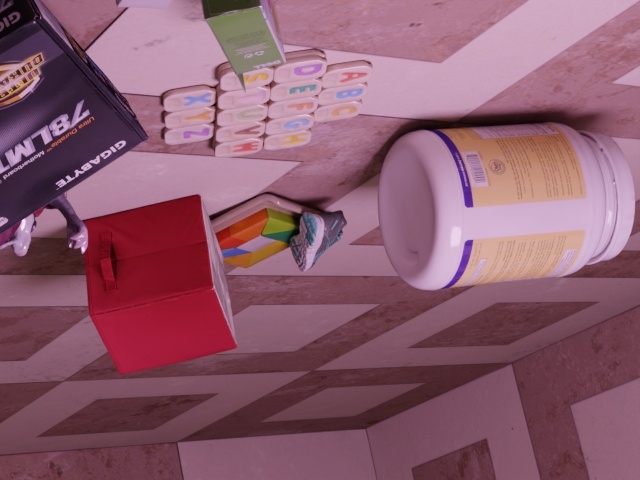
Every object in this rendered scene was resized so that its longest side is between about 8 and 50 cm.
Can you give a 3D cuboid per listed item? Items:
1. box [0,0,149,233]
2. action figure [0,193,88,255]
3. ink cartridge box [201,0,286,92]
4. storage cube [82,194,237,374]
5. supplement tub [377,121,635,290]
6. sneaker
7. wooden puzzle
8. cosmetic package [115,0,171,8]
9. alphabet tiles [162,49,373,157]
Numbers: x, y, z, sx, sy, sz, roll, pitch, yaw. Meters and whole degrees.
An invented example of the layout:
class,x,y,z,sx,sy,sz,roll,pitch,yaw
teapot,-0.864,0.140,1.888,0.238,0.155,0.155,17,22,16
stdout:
class,x,y,z,sx,sy,sz,roll,pitch,yaw
box,-0.370,-0.114,1.598,0.295,0.073,0.293,-31,152,2
action figure,-0.470,-0.027,1.948,0.248,0.275,0.370,-40,-178,13
ink cartridge box,-0.082,-0.251,1.614,0.062,0.109,0.209,-13,163,5
storage cube,-0.249,0.070,2.317,0.193,0.183,0.215,-13,145,2
supplement tub,0.278,-0.056,2.251,0.331,0.241,0.241,-5,161,-22
sneaker,0.000,0.000,2.440,0.076,0.065,0.166,-16,162,-21
wooden puzzle,-0.110,-0.006,2.470,0.239,0.044,0.221,-21,161,27
cosmetic package,-0.130,-0.317,1.397,0.060,0.099,0.239,-4,162,-32
alphabet tiles,-0.072,-0.178,1.998,0.278,0.021,0.284,-10,162,-9
